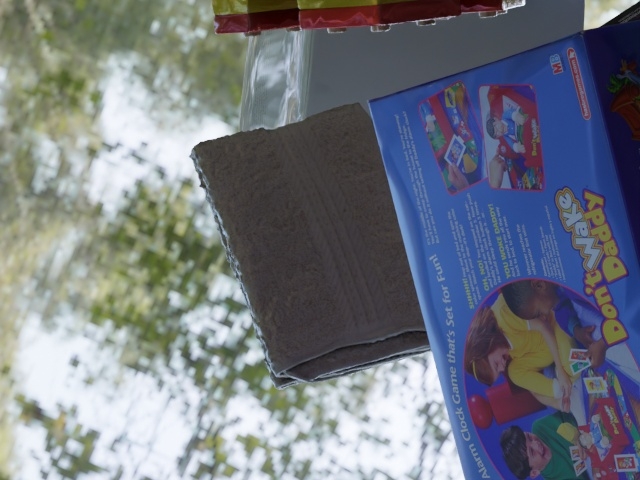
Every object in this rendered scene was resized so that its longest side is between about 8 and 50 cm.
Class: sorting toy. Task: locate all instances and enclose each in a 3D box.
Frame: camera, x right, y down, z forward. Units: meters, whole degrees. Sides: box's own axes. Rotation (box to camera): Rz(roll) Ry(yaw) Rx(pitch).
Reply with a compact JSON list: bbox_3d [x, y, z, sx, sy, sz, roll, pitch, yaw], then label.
[{"bbox_3d":[0.050,-0.218,1.343,0.255,0.089,0.257,-13,-168,-42],"label":"sorting toy"}]

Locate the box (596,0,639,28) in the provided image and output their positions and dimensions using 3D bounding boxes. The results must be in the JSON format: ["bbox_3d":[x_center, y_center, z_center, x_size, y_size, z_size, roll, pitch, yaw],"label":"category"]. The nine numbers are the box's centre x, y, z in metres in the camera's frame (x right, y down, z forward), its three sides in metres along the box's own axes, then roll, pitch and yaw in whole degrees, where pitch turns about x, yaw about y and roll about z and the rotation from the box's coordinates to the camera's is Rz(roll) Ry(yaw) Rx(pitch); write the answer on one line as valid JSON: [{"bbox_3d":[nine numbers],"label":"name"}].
[{"bbox_3d":[0.293,-0.164,1.516,0.116,0.162,0.029,34,-145,-43],"label":"box"}]

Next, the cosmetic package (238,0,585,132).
[{"bbox_3d":[0.099,-0.216,2.032,0.329,0.394,0.327,8,-104,-12],"label":"cosmetic package"}]

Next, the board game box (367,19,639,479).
[{"bbox_3d":[0.173,0.038,1.196,0.078,0.233,0.347,-16,-88,-37],"label":"board game box"}]

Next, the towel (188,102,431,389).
[{"bbox_3d":[0.000,0.000,1.599,0.187,0.049,0.282,-15,-117,-16],"label":"towel"}]
